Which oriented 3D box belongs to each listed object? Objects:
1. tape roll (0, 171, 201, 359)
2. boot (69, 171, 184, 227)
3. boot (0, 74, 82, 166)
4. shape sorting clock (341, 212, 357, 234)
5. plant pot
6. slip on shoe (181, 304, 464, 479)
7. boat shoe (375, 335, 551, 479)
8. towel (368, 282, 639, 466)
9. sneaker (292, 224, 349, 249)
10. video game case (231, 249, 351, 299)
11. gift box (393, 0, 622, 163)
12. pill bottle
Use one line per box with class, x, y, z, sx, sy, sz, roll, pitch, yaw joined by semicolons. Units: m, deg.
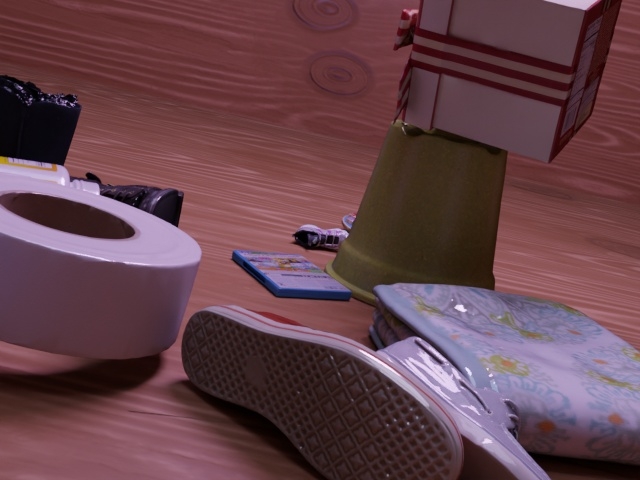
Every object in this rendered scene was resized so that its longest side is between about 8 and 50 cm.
tape roll;-0.269;0.018;0.992;0.286;0.100;0.286;17;11;-3
boot;-0.327;-0.054;1.453;0.229;0.091;0.263;11;3;-4
boot;-0.466;-0.129;1.351;0.246;0.207;0.094;11;13;-7
shape sorting clock;0.138;-0.011;1.789;0.206;0.040;0.206;12;13;-3
plant pot;0.167;-0.041;1.477;0.276;0.254;0.276;13;13;-3
slip on shoe;0.005;0.137;0.903;0.101;0.123;0.331;5;10;-46
boat shoe;0.137;0.161;0.879;0.081;0.079;0.227;-32;51;-26
towel;0.246;0.146;1.139;0.320;0.090;0.374;8;14;-15
sneaker;0.000;0.000;1.631;0.098;0.038;0.069;7;12;19
video game case;-0.045;0.049;1.423;0.119;0.015;0.166;4;16;-30
gift box;0.251;-0.256;1.381;0.258;0.276;0.255;22;29;22
pill bottle;-0.402;-0.048;1.269;0.215;0.117;0.117;7;14;-22
